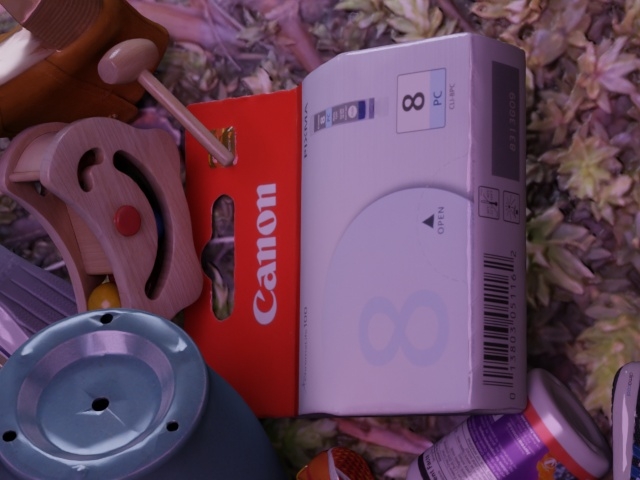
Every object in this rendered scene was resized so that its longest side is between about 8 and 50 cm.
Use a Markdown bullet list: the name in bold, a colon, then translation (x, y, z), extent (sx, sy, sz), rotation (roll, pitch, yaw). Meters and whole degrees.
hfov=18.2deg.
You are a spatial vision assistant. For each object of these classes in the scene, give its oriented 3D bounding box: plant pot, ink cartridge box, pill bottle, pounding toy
- **plant pot**: translation (-0.161, 0.203, 1.665), extent (0.272, 0.255, 0.271), rotation (-6, 49, 7)
- **ink cartridge box**: translation (0.000, 0.000, 1.726), extent (0.385, 0.091, 0.308), rotation (-5, 81, 38)
- **pill bottle**: translation (0.141, 0.205, 1.683), extent (0.193, 0.108, 0.108), rotation (-40, 71, 14)
- **pounding toy**: translation (-0.177, -0.038, 1.771), extent (0.155, 0.154, 0.269), rotation (-3, 102, 44)

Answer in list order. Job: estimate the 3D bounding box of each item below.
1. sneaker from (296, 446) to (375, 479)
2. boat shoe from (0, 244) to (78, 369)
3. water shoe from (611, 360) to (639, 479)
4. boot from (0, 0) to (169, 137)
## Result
- **sneaker**: translation (0.035, 0.269, 1.757), extent (0.067, 0.064, 0.175), rotation (-37, 66, 38)
- **boat shoe**: translation (-0.292, 0.079, 1.874), extent (0.302, 0.109, 0.094), rotation (37, 128, 6)
- **water shoe**: translation (0.284, 0.199, 1.644), extent (0.080, 0.073, 0.203), rotation (-4, 84, 18)
- **boot**: translation (-0.282, -0.116, 1.839), extent (0.295, 0.211, 0.104), rotation (-44, 59, 10)
